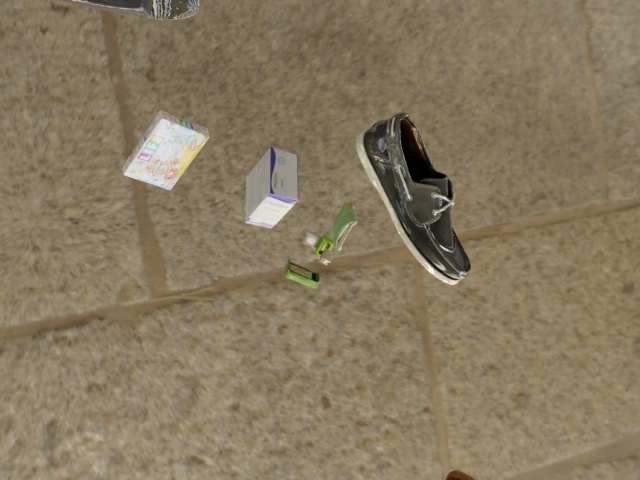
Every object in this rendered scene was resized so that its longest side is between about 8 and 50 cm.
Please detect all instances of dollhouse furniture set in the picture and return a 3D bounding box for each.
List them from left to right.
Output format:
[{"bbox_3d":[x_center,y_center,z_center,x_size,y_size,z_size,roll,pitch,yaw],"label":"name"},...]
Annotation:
[{"bbox_3d":[0.000,0.000,1.277,0.058,0.076,0.152,24,114,-12],"label":"dollhouse furniture set"}]

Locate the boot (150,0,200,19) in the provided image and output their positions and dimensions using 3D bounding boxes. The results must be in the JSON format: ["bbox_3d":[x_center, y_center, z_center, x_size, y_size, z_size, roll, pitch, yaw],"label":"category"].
[{"bbox_3d":[-0.324,-0.487,1.415,0.236,0.085,0.179,8,47,-3],"label":"boot"}]

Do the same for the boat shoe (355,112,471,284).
[{"bbox_3d":[0.132,-0.050,0.998,0.233,0.079,0.084,61,35,-5],"label":"boat shoe"}]

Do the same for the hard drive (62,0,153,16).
[{"bbox_3d":[-0.315,-0.372,0.934,0.254,0.054,0.172,12,113,-16],"label":"hard drive"}]

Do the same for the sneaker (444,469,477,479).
[{"bbox_3d":[-0.009,0.236,0.535,0.290,0.106,0.123,-17,101,-16],"label":"sneaker"}]

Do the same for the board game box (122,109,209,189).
[{"bbox_3d":[-0.297,-0.171,1.505,0.103,0.026,0.154,18,129,-35],"label":"board game box"}]

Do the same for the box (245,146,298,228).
[{"bbox_3d":[-0.110,-0.116,1.749,0.072,0.137,0.126,13,58,-25],"label":"box"}]
